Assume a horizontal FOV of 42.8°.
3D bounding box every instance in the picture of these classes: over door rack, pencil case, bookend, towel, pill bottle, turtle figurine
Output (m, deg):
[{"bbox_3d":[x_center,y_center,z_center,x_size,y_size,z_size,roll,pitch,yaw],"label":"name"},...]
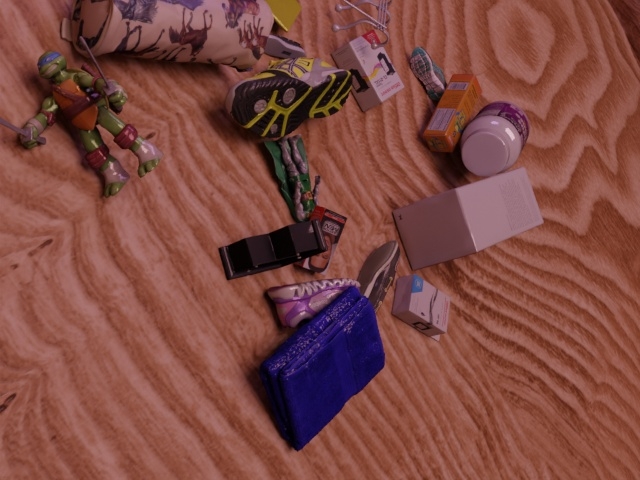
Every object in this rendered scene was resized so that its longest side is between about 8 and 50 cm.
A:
[{"bbox_3d":[0.045,-0.644,2.058,0.324,0.108,0.239,38,36,-25],"label":"over door rack"},{"bbox_3d":[-0.300,-0.432,1.643,0.410,0.183,0.160,-5,75,-42],"label":"pencil case"},{"bbox_3d":[-0.097,0.018,1.688,0.156,0.157,0.072,-12,84,-46],"label":"bookend"},{"bbox_3d":[0.019,0.267,1.713,0.308,0.076,0.228,-38,120,-37],"label":"towel"},{"bbox_3d":[0.488,-0.282,2.296,0.169,0.169,0.301,60,29,-10],"label":"pill bottle"},{"bbox_3d":[-0.420,-0.197,1.434,0.198,0.274,0.266,-42,113,-8],"label":"turtle figurine"},{"bbox_3d":[-0.144,-0.603,1.922,0.237,0.021,0.102,43,54,-25],"label":"towel"}]

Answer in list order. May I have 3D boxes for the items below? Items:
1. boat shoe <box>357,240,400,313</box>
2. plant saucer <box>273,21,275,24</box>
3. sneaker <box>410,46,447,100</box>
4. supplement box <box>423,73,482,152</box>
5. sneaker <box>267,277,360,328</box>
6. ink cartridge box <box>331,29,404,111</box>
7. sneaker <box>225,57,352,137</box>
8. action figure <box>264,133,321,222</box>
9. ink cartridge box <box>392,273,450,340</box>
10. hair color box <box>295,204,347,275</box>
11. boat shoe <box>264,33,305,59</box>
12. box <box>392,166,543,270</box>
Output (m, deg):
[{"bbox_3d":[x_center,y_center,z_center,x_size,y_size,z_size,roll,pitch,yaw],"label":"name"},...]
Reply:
[{"bbox_3d":[0.135,0.097,1.941,0.069,0.081,0.228,50,55,-23],"label":"boat shoe"},{"bbox_3d":[-0.153,-0.588,1.941,0.168,0.029,0.168,17,64,-40],"label":"plant saucer"},{"bbox_3d":[0.313,-0.483,2.334,0.166,0.065,0.076,59,37,-22],"label":"sneaker"},{"bbox_3d":[0.370,-0.357,2.282,0.233,0.080,0.078,-61,140,-22],"label":"supplement box"},{"bbox_3d":[-0.009,0.139,1.784,0.236,0.095,0.104,-7,87,-40],"label":"sneaker"},{"bbox_3d":[0.126,-0.441,2.124,0.127,0.072,0.175,-40,103,-45],"label":"ink cartridge box"},{"bbox_3d":[-0.090,-0.334,1.845,0.147,0.145,0.384,33,30,25],"label":"sneaker"},{"bbox_3d":[-0.044,-0.125,1.862,0.137,0.063,0.232,-18,92,-49],"label":"action figure"},{"bbox_3d":[0.267,0.171,2.050,0.180,0.060,0.104,32,55,-32],"label":"ink cartridge box"},{"bbox_3d":[0.000,0.000,1.828,0.072,0.043,0.141,22,88,-37],"label":"hair color box"},{"bbox_3d":[-0.097,-0.465,1.943,0.142,0.049,0.040,13,48,-42],"label":"boat shoe"},{"bbox_3d":[0.392,-0.061,2.141,0.345,0.215,0.168,-18,89,-45],"label":"box"}]
